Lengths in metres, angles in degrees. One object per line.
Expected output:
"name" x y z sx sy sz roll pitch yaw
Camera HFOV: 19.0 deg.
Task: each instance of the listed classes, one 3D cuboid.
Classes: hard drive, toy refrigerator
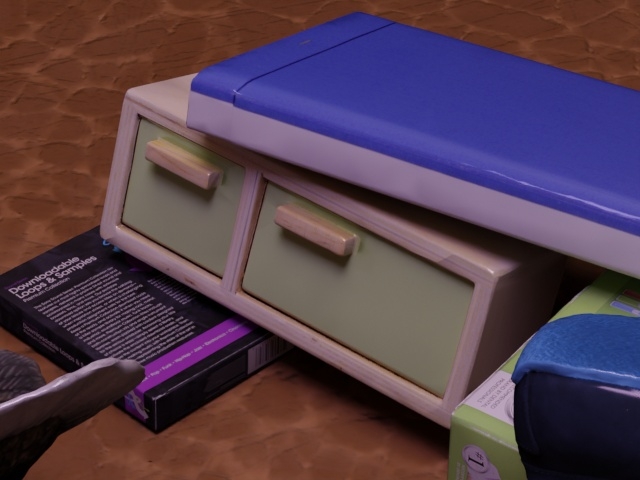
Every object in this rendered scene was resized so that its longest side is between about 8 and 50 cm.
"hard drive" 0.113 -0.058 1.099 0.319 0.040 0.210 19 25 24
"toy refrigerator" 0.000 0.000 1.120 0.269 0.102 0.094 28 28 28

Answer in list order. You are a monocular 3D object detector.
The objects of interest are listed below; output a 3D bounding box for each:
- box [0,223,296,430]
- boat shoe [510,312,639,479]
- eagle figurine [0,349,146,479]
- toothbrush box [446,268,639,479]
"box" -0.111 0.045 1.160 0.116 0.029 0.162 -28 45 -36
"boat shoe" 0.213 0.095 0.836 0.258 0.089 0.109 13 26 26
"eagle figurine" -0.219 0.129 0.904 0.298 0.226 0.225 27 63 26
"toothbrush box" 0.232 0.134 0.954 0.283 0.122 0.206 22 40 29
